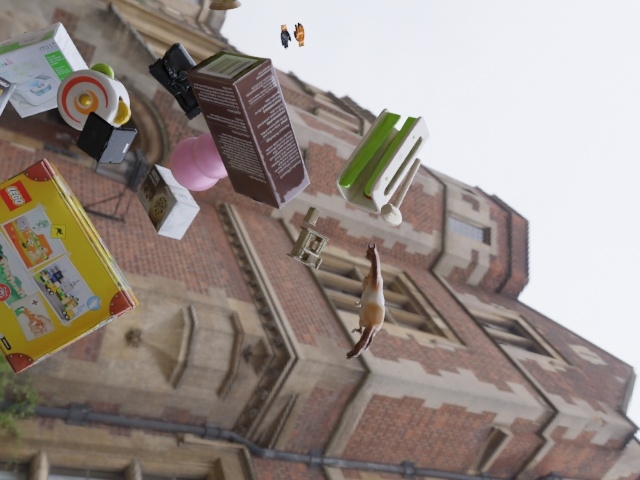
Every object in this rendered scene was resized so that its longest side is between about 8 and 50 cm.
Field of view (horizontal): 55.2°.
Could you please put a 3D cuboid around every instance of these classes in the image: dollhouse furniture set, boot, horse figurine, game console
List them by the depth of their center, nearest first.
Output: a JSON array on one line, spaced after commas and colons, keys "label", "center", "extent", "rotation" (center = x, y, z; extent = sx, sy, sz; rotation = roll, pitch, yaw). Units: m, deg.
[{"label": "horse figurine", "center": [0.117, 0.161, 1.504], "extent": [0.174, 0.066, 0.263], "rotation": [110, -9, -56]}, {"label": "game console", "center": [-0.559, -0.268, 1.604], "extent": [0.122, 0.107, 0.071], "rotation": [-51, -119, 33]}, {"label": "boot", "center": [-0.371, -0.516, 1.862], "extent": [0.247, 0.207, 0.094], "rotation": [-36, -157, -1]}, {"label": "dollhouse furniture set", "center": [0.000, 0.000, 1.985], "extent": [0.161, 0.101, 0.181], "rotation": [19, -98, 62]}]

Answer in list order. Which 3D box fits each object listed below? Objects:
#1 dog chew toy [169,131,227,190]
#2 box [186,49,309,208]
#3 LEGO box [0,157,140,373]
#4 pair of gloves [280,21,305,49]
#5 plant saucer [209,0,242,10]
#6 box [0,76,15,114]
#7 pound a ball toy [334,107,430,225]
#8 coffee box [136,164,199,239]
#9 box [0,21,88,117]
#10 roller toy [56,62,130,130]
[{"label": "dog chew toy", "center": [-0.408, -0.312, 2.288], "extent": [0.332, 0.207, 0.206], "rotation": [-18, -123, 34]}, {"label": "box", "center": [-0.178, -0.283, 1.587], "extent": [0.191, 0.381, 0.143], "rotation": [23, -128, 37]}, {"label": "LEGO box", "center": [-0.830, 0.072, 1.799], "extent": [0.373, 0.500, 0.193], "rotation": [-30, -175, -11]}, {"label": "pair of gloves", "center": [-0.085, -0.624, 1.869], "extent": [0.010, 0.083, 0.074], "rotation": [37, -42, 54]}, {"label": "plant saucer", "center": [-0.240, -0.598, 1.541], "extent": [0.083, 0.084, 0.015], "rotation": [-117, -160, -52]}, {"label": "box", "center": [-0.747, -0.224, 1.305], "extent": [0.231, 0.056, 0.183], "rotation": [-30, -137, 38]}, {"label": "pound a ball toy", "center": [0.193, -0.181, 1.630], "extent": [0.208, 0.135, 0.319], "rotation": [21, -111, 33]}, {"label": "coffee box", "center": [-0.641, -0.164, 2.557], "extent": [0.168, 0.119, 0.297], "rotation": [-54, -133, 17]}, {"label": "box", "center": [-0.943, -0.574, 2.064], "extent": [0.262, 0.231, 0.126], "rotation": [-15, -134, 5]}, {"label": "roller toy", "center": [-0.708, -0.430, 1.908], "extent": [0.191, 0.209, 0.146], "rotation": [-28, -173, 6]}]
